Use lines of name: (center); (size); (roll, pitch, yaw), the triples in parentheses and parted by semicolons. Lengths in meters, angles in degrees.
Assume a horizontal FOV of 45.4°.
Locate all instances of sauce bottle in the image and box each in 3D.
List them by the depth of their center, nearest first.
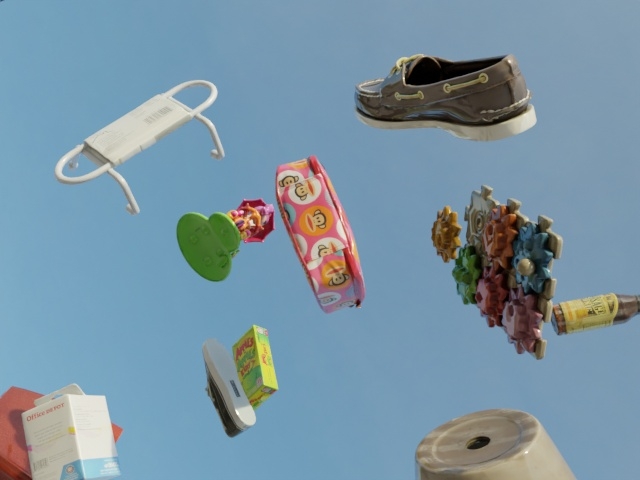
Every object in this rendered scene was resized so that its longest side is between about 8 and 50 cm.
sauce bottle: (0.348, 0.085, 0.936); (0.128, 0.042, 0.042); (-13, -83, 5)

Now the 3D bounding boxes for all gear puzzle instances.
gear puzzle: (0.216, 0.018, 1.048); (0.339, 0.044, 0.176); (-129, -139, -67)

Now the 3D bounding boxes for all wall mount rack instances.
wall mount rack: (-0.361, -0.189, 1.490); (0.304, 0.350, 0.131); (33, -30, 41)

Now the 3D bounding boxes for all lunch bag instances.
lunch bag: (0.000, 0.000, 1.558); (0.120, 0.258, 0.293); (-18, -113, -1)

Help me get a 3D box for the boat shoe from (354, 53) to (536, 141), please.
boat shoe: (0.151, -0.207, 1.045); (0.324, 0.116, 0.097); (22, -44, 54)

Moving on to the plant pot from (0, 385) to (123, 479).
plant pot: (-0.591, 0.448, 1.486); (0.235, 0.267, 0.267); (41, -70, -9)

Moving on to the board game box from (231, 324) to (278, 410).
board game box: (-0.158, 0.300, 1.812); (0.092, 0.043, 0.181); (-46, -142, 26)

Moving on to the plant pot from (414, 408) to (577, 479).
plant pot: (0.270, 0.417, 1.125); (0.323, 0.323, 0.281); (-10, -77, 39)

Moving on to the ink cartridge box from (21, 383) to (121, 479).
ink cartridge box: (-0.371, 0.294, 1.137); (0.092, 0.090, 0.143); (-23, -110, 16)

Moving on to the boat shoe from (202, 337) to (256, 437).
boat shoe: (-0.214, 0.313, 1.633); (0.070, 0.077, 0.219); (-38, -119, 21)

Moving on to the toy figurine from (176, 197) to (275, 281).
toy figurine: (-0.139, -0.028, 1.324); (0.130, 0.159, 0.173); (56, -41, -1)
